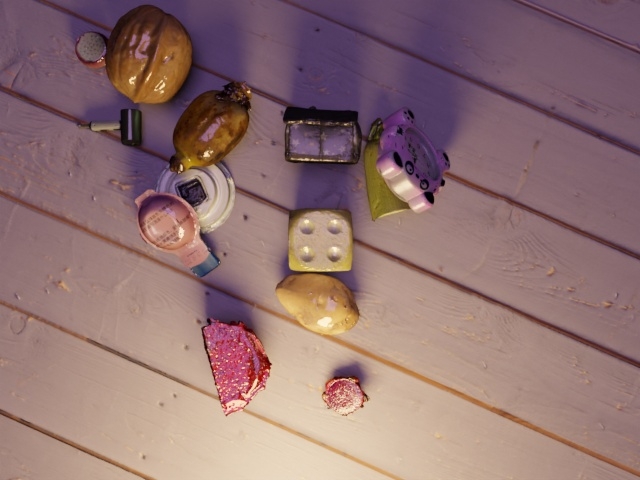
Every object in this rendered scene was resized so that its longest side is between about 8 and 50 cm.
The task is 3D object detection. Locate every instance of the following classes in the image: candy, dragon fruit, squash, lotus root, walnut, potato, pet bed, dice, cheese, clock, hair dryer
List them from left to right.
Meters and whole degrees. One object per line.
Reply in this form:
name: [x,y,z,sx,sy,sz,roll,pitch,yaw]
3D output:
candy: [-0.650,-0.548,1.590,0.103,0.043,0.103,0,89,1]
hair dryer: [-0.607,-0.322,1.587,0.198,0.057,0.100,1,88,9]
walnut: [-0.464,-0.498,1.506,0.225,0.225,0.260,19,94,1]
cheese: [-0.398,-0.018,1.536,0.189,0.074,0.286,-34,106,23]
clock: [-0.362,-0.134,1.572,0.237,0.053,0.236,0,87,0]
lotus root: [-0.306,-0.305,1.526,0.169,0.141,0.314,39,83,17]
dragon fruit: [-0.242,0.323,1.516,0.163,0.189,0.261,-18,94,-38]
potato: [-0.003,0.165,1.522,0.235,0.128,0.161,42,85,7]
dice: [0.000,0.000,1.505,0.170,0.169,0.166,1,88,0]
pet bed: [0.007,-0.290,1.510,0.211,0.183,0.159,2,95,3]
dragon fruit: [0.070,0.428,1.547,0.126,0.068,0.112,-32,77,12]
squash: [0.173,-0.195,1.552,0.137,0.137,0.287,-14,74,0]
clock: [0.240,-0.207,1.461,0.090,0.247,0.227,-28,117,38]
